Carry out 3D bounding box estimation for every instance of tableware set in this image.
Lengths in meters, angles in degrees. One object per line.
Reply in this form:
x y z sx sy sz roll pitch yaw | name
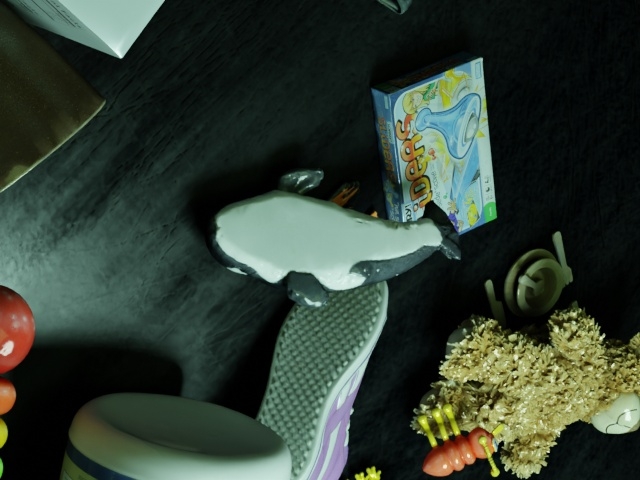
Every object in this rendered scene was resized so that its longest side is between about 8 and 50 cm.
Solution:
0.278 0.099 2.277 0.128 0.039 0.194 -34 124 -24 | tableware set

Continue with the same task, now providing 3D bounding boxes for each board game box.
0.129 -0.096 2.091 0.136 0.035 0.201 -24 120 -29 | board game box

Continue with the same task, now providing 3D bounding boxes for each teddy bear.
0.267 0.179 2.224 0.338 0.113 0.245 23 106 -37 | teddy bear

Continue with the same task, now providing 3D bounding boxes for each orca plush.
0.000 0.000 2.004 0.287 0.102 0.151 -16 80 -29 | orca plush

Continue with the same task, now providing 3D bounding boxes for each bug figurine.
0.152 0.330 2.195 0.216 0.072 0.279 -27 126 3 | bug figurine

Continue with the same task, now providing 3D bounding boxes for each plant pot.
-0.341 -0.148 1.604 0.215 0.215 0.230 -41 103 -19 | plant pot

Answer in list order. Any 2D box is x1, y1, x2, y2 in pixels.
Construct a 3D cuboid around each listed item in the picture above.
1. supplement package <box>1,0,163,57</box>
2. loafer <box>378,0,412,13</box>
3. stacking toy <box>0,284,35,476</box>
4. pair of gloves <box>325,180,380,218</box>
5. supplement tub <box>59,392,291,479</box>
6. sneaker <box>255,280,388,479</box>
-0.235 -0.268 1.604 0.139 0.244 0.134 -54 130 -8 | supplement package
0.028 -0.295 1.911 0.223 0.076 0.078 19 86 -44 | loafer
-0.356 0.199 1.771 0.141 0.141 0.330 15 91 -40 | stacking toy
0.028 -0.022 2.056 0.074 0.010 0.083 -46 131 -16 | pair of gloves
-0.168 0.334 1.891 0.228 0.228 0.316 5 103 -39 | supplement tub
0.002 0.168 2.068 0.282 0.102 0.161 -63 157 -14 | sneaker
